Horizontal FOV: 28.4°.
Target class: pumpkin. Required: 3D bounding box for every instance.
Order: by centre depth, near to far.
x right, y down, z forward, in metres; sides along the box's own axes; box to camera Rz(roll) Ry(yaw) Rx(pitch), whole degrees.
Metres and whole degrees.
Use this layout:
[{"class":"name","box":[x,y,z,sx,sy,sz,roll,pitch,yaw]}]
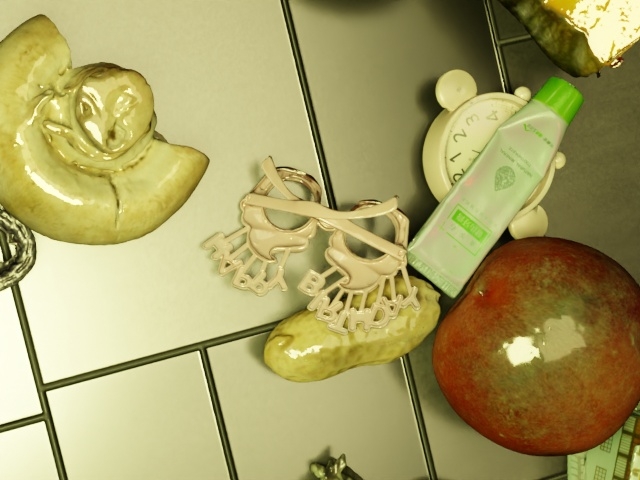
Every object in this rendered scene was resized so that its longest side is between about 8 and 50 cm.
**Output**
[{"class":"pumpkin","box":[0.337,-0.338,1.444,0.303,0.256,0.225,-36,95,-38]}]

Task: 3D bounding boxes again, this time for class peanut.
[{"class":"peanut","box":[0.037,0.105,1.442,0.214,0.099,0.099,-18,95,-15]}]

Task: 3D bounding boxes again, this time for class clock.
[{"class":"clock","box":[0.201,-0.100,1.505,0.155,0.063,0.229,-34,103,-15]}]

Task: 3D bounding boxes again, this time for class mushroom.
[{"class":"mushroom","box":[-0.250,-0.094,1.308,0.253,0.195,0.189,36,79,-17]}]

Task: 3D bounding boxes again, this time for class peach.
[{"class":"peach","box":[0.252,0.116,1.429,0.252,0.252,0.252,0,90,-15]}]

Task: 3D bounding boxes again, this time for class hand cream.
[{"class":"hand cream","box":[0.203,-0.067,1.456,0.079,0.050,0.275,36,85,12]}]

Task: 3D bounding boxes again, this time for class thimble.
[{"class":"thimble","box":[-0.358,0.010,1.350,0.104,0.066,0.095,-28,98,-16]}]

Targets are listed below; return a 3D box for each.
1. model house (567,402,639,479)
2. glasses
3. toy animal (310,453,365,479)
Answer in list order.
[{"class":"model house","box":[0.437,0.281,1.487,0.224,0.215,0.198,12,90,-15]},{"class":"glasses","box":[-0.002,0.007,1.402,0.255,0.095,0.162,20,81,13]},{"class":"toy animal","box":[0.099,0.323,1.473,0.217,0.073,0.176,-10,78,-19]}]
